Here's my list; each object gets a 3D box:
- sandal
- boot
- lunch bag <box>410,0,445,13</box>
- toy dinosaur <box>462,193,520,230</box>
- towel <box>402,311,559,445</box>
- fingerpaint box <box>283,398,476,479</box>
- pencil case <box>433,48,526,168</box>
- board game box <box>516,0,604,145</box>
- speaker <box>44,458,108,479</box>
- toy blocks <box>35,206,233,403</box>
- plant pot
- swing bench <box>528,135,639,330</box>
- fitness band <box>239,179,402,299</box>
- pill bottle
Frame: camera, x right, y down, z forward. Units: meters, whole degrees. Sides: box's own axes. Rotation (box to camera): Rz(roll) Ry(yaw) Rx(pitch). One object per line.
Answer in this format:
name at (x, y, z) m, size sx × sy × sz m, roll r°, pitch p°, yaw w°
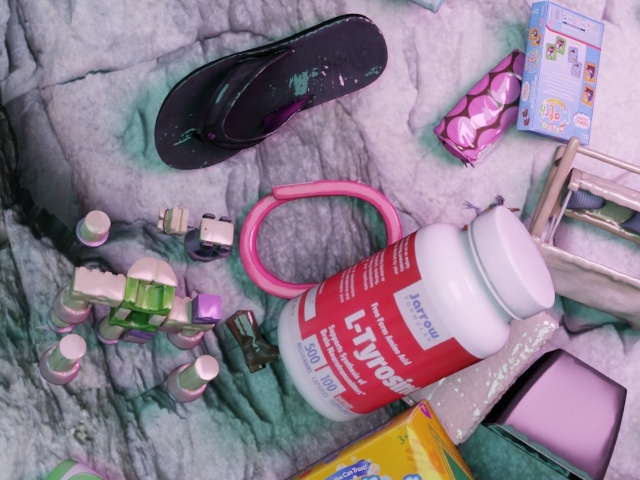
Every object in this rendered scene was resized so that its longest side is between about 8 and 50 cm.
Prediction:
sandal at (-0.094, -0.255, 1.684) m, size 0.445 × 0.107 × 0.168 m, roll -27°, pitch 116°, yaw 5°
boot at (-0.105, 0.166, 1.746) m, size 0.106 × 0.037 × 0.114 m, roll -26°, pitch 81°, yaw 4°
lunch bag at (0.172, -0.538, 1.662) m, size 0.223 × 0.160 × 0.262 m, roll 32°, pitch 87°, yaw 6°
toy dinosaur at (0.288, -0.040, 1.698) m, size 0.090 × 0.047 × 0.082 m, roll 32°, pitch 111°, yaw -4°
towel at (0.251, 0.190, 1.665) m, size 0.187 × 0.049 × 0.282 m, roll 42°, pitch 101°, yaw 21°
fingerpaint box at (0.072, 0.538, 1.614) m, size 0.444 × 0.163 × 0.371 m, roll -32°, pitch 85°, yaw 16°
pencil case at (0.296, -0.225, 1.675) m, size 0.209 × 0.095 × 0.098 m, roll -47°, pitch 53°, yaw 5°
board game box at (0.403, -0.275, 1.637) m, size 0.039 × 0.160 × 0.212 m, roll 6°, pitch 88°, yaw 51°
speaker at (-0.360, 0.513, 1.724) m, size 0.296 × 0.131 × 0.131 m, roll 33°, pitch 93°, yaw 6°
toy blocks at (-0.327, 0.121, 1.702) m, size 0.288 × 0.260 × 0.309 m, roll 12°, pitch 64°, yaw -21°
plant pot at (0.397, 0.283, 1.616) m, size 0.187 × 0.188 × 0.167 m, roll 32°, pitch 81°, yaw 7°
swing bench at (0.475, -0.004, 1.610) m, size 0.253 × 0.165 × 0.255 m, roll 21°, pitch 92°, yaw 6°
fitness band at (0.000, 0.000, 1.728) m, size 0.290 × 0.054 × 0.209 m, roll -4°, pitch 91°, yaw 8°
pill bottle at (0.151, 0.114, 1.559) m, size 0.407 × 0.229 × 0.229 m, roll -30°, pitch 85°, yaw 25°
